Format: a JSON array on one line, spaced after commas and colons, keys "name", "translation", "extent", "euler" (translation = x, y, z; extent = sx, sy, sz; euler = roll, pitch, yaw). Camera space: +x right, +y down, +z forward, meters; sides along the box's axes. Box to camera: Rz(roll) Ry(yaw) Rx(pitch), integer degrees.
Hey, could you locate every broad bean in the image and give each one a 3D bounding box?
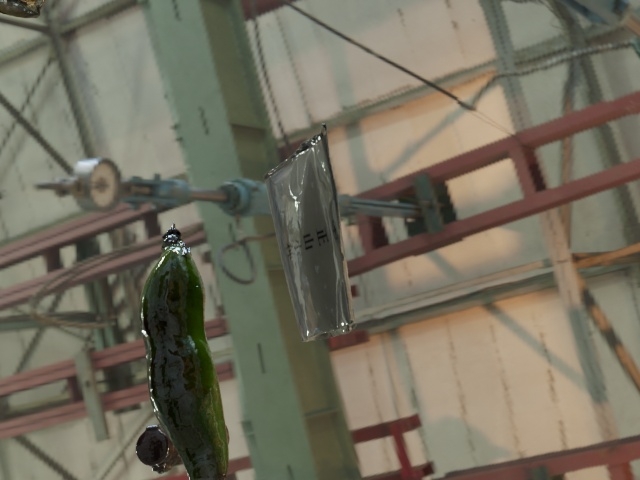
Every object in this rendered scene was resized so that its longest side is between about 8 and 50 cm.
[{"name": "broad bean", "translation": [-0.153, 0.124, 1.229], "extent": [0.077, 0.061, 0.338], "euler": [-9, -115, -5]}]

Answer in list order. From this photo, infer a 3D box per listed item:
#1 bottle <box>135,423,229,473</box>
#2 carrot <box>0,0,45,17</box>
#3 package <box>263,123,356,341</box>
[{"name": "bottle", "translation": [-0.168, 0.246, 1.374], "extent": [0.060, 0.164, 0.060], "euler": [-2, -96, 19]}, {"name": "carrot", "translation": [-0.411, -0.325, 1.360], "extent": [0.082, 0.173, 0.082], "euler": [-34, -133, 46]}, {"name": "package", "translation": [0.000, 0.000, 1.217], "extent": [0.062, 0.251, 0.203], "euler": [-9, -97, -16]}]
